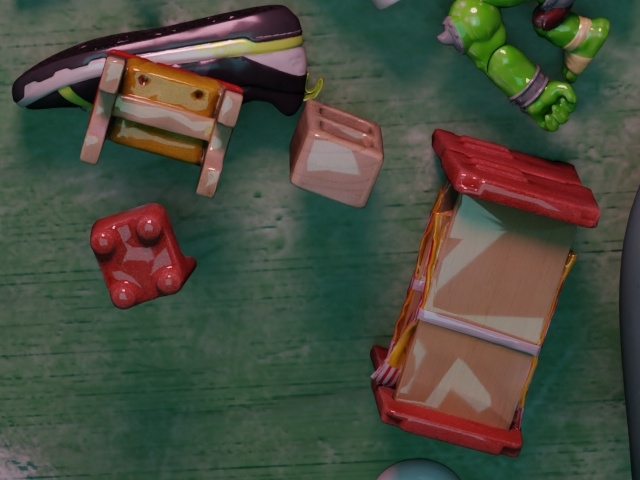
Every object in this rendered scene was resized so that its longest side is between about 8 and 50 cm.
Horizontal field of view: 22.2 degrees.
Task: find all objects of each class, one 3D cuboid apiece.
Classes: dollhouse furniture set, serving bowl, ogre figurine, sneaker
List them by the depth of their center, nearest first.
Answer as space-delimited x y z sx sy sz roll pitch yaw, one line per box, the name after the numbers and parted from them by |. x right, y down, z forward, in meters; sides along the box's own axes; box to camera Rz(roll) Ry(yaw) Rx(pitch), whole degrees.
0.163 -0.193 1.190 0.118 0.097 0.197 20 116 -14 | ogre figurine
0.000 0.000 1.206 0.374 0.152 0.201 17 105 -5 | dollhouse furniture set
-0.116 -0.110 1.230 0.234 0.084 0.097 -11 105 6 | sneaker
0.080 0.223 1.334 0.083 0.027 0.083 1 104 4 | serving bowl

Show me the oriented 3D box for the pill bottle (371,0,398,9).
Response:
0.023 -0.262 1.172 0.108 0.108 0.180 -33 100 10 | pill bottle

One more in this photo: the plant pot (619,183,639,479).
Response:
0.345 0.038 1.152 0.293 0.293 0.235 -11 87 6 | plant pot
